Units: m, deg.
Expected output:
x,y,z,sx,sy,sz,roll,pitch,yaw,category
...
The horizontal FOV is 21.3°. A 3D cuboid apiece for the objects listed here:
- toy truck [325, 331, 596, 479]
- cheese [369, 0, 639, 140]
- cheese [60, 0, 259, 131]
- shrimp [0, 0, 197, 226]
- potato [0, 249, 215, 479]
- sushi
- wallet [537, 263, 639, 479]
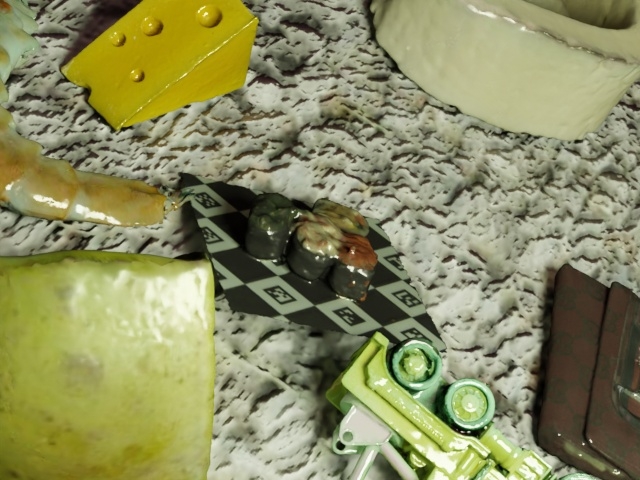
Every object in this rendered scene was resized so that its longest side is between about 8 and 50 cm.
x,y,z,sx,sy,sz,roll,pitch,yaw,category
0.114,0.204,1.483,0.259,0.128,0.135,37,71,0,toy truck
0.220,-0.272,1.924,0.332,0.153,0.292,14,48,-26,cheese
-0.158,-0.174,1.652,0.171,0.126,0.093,-35,75,-25,cheese
-0.259,-0.105,1.515,0.287,0.068,0.185,43,50,8,shrimp
-0.227,0.115,1.253,0.280,0.330,0.212,-1,87,-13,potato
0.000,0.000,1.561,0.220,0.047,0.231,13,28,-25,sushi
0.300,0.146,1.691,0.182,0.049,0.229,29,45,-13,wallet
